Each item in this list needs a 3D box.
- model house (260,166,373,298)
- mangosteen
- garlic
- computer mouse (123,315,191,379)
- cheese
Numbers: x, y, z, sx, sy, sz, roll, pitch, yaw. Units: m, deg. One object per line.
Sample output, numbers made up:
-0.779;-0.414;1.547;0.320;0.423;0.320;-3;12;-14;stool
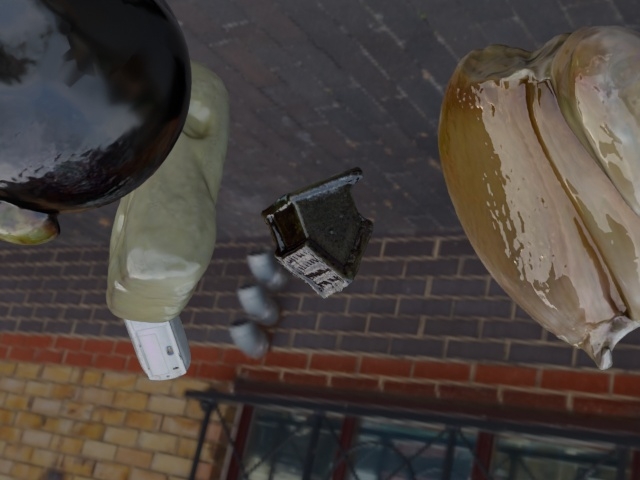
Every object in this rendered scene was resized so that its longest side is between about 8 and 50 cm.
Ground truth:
-0.003;0.002;1.163;0.106;0.152;0.165;-14;172;-29;model house
-0.130;-0.061;0.348;0.137;0.151;0.137;41;-176;-3;mangosteen
0.177;-0.037;0.601;0.110;0.228;0.217;-26;-161;-24;garlic
-0.308;0.183;1.620;0.102;0.045;0.199;-12;126;0;computer mouse
-0.233;-0.049;1.239;0.130;0.351;0.328;10;150;-19;cheese
